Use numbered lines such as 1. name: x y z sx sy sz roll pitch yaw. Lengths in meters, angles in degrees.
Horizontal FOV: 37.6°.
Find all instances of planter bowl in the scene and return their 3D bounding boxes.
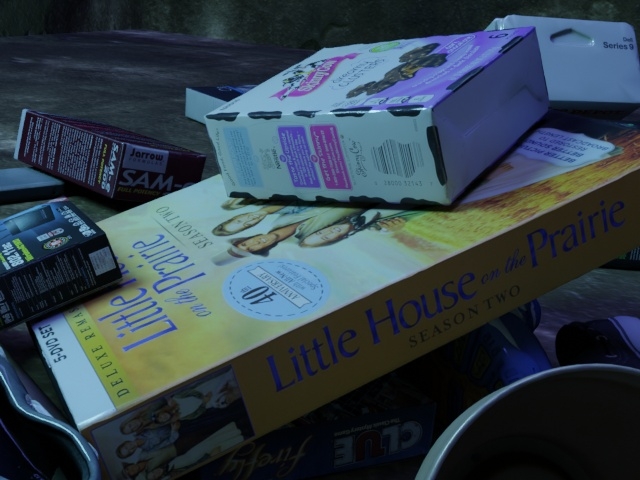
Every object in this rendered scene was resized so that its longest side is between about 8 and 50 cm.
1. planter bowl: 0.108 0.139 0.435 0.162 0.162 0.109 1 -9 -8

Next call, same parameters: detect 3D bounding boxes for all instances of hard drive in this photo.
1. hard drive: -0.404 -0.068 1.177 0.135 0.022 0.094 -11 22 -37

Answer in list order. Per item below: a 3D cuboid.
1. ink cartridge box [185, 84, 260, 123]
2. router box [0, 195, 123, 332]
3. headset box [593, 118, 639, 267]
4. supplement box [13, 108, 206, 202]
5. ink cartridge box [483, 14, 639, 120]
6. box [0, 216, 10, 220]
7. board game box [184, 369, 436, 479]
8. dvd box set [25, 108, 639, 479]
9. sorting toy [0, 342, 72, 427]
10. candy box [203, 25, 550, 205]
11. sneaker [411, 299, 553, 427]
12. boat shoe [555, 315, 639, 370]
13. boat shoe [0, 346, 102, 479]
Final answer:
1. ink cartridge box: -0.098 -0.222 1.663 0.166 0.065 0.333 -7 21 -32
2. router box: -0.199 0.013 0.644 0.092 0.038 0.122 -25 24 -21
3. headset box: 0.394 -0.060 1.128 0.283 0.131 0.246 4 18 2
4. supplement box: -0.274 -0.107 1.207 0.239 0.073 0.130 19 10 42
5. ink cartridge box: 0.290 -0.197 1.343 0.211 0.121 0.289 -1 -15 -15
6. box: -0.317 0.011 0.947 0.165 0.021 0.201 16 22 35
7. board game box: -0.049 0.096 0.692 0.165 0.042 0.243 -5 19 -25
8. dvd box set: 0.000 0.000 0.679 0.421 0.062 0.308 -23 24 -17
9. sorting toy: -0.257 0.083 0.539 0.193 0.038 0.208 46 27 9
10. candy box: 0.042 -0.093 0.694 0.196 0.070 0.165 3 30 37
11. sneaker: 0.127 0.059 0.733 0.131 0.111 0.296 0 19 -16
12. boat shoe: 0.203 0.104 0.664 0.076 0.080 0.228 0 16 8
13. boat shoe: -0.216 0.047 0.493 0.116 0.099 0.319 -13 54 -50
